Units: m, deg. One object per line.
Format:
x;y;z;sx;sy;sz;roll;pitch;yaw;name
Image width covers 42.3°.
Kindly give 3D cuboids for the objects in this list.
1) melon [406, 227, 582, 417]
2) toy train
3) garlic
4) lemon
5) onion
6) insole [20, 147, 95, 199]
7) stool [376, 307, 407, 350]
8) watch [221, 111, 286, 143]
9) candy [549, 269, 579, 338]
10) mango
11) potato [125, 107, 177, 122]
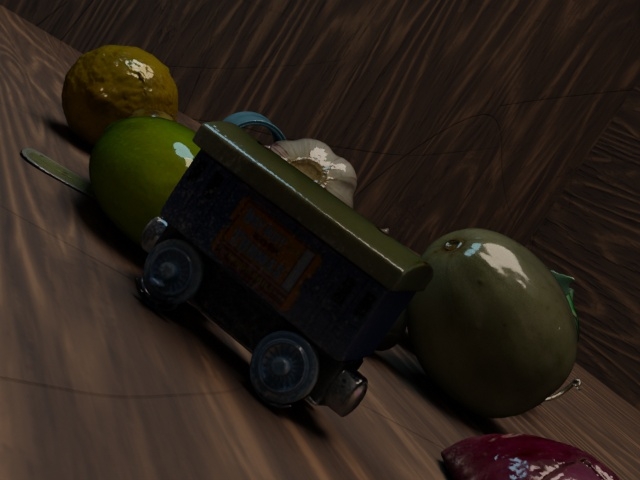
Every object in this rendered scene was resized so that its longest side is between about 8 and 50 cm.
0.262;0.130;1.288;0.272;0.271;0.308;-2;74;-79;melon
-0.045;0.029;0.845;0.299;0.202;0.131;37;8;20;toy train
-0.050;-0.077;1.756;0.245;0.245;0.253;34;-28;7;garlic
-0.346;-0.243;1.438;0.192;0.192;0.231;34;15;5;lemon
0.281;0.295;0.891;0.250;0.111;0.247;32;5;-23;onion
-0.270;-0.043;1.162;0.322;0.007;0.109;32;6;-20;insole
0.070;0.115;1.248;0.110;0.096;0.096;17;16;-49;stool
-0.163;-0.191;1.922;0.211;0.193;0.211;32;9;-5;watch
0.447;0.201;1.670;0.172;0.263;0.398;25;2;30;candy
-0.211;-0.081;1.074;0.192;0.156;0.343;34;2;-37;mango
-0.250;-0.120;1.289;0.176;0.137;0.137;49;8;5;potato
